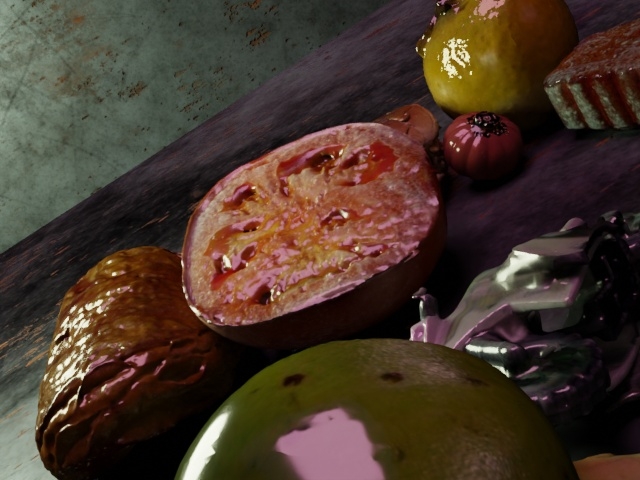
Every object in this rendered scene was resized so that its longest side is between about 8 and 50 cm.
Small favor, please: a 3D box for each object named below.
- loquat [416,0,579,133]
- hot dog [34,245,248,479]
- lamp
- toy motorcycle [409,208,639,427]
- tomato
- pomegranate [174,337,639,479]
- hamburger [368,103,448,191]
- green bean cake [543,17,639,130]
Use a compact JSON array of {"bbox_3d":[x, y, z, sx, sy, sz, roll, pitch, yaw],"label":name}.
[{"bbox_3d":[0.250,-0.269,1.411,0.244,0.244,0.244,-28,19,11],"label":"loquat"},{"bbox_3d":[-0.228,0.148,1.223,0.267,0.174,0.387,-33,22,4],"label":"hot dog"},{"bbox_3d":[0.216,-0.126,1.328,0.107,0.092,0.107,0,41,0],"label":"lamp"},{"bbox_3d":[0.183,0.061,0.841,0.188,0.143,0.327,-16,17,38],"label":"toy motorcycle"},{"bbox_3d":[0.004,0.011,1.192,0.338,0.144,0.338,-14,41,13],"label":"tomato"},{"bbox_3d":[0.069,0.184,0.574,0.340,0.260,0.260,-7,19,-4],"label":"pomegranate"},{"bbox_3d":[0.052,-0.079,1.408,0.286,0.146,0.243,-37,12,-12],"label":"hamburger"},{"bbox_3d":[0.415,-0.219,1.249,0.198,0.097,0.232,-44,22,-28],"label":"green bean cake"}]
